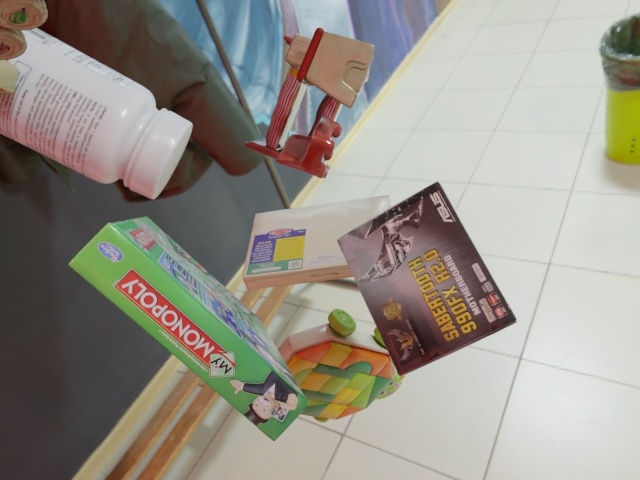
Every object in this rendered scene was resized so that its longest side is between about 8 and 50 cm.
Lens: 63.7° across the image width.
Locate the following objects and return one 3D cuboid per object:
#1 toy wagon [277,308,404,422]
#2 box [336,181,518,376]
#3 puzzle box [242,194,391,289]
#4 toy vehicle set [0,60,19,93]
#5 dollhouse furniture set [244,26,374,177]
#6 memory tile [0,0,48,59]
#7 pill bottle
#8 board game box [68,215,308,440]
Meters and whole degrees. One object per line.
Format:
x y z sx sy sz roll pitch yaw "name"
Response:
0.053 0.276 1.059 0.267 0.344 0.068 -53 35 24 "toy wagon"
0.152 0.057 0.766 0.183 0.056 0.231 -29 70 16 "box"
0.000 0.000 1.420 0.408 0.052 0.272 -7 41 10 "puzzle box"
-0.524 -0.221 0.591 0.266 0.166 0.035 5 84 11 "toy vehicle set"
-0.030 -0.205 0.791 0.152 0.201 0.374 23 14 -1 "dollhouse furniture set"
-0.237 -0.152 0.304 0.113 0.012 0.148 -24 -12 36 "memory tile"
-0.349 -0.185 0.767 0.283 0.160 0.160 28 44 -11 "pill bottle"
-0.133 0.064 0.547 0.046 0.213 0.317 -47 12 -7 "board game box"
